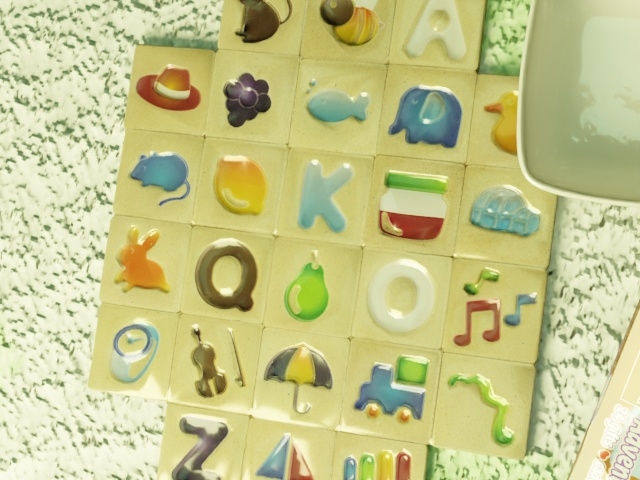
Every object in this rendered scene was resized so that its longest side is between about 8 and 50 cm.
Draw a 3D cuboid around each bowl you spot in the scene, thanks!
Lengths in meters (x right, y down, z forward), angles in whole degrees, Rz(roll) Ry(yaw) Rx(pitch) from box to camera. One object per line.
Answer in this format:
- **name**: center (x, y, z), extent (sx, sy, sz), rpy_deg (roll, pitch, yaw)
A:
- **bowl**: center (0.185, -0.086, 0.743), extent (0.142, 0.053, 0.142), rpy_deg (6, 85, 9)

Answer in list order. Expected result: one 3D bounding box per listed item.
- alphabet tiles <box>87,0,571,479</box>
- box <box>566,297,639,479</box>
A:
- **alphabet tiles**: center (0.000, 0.000, 0.814), extent (0.285, 0.011, 0.342), rpy_deg (7, 86, 17)
- **box**: center (0.249, 0.077, 0.645), extent (0.201, 0.057, 0.293), rpy_deg (23, 120, 17)
